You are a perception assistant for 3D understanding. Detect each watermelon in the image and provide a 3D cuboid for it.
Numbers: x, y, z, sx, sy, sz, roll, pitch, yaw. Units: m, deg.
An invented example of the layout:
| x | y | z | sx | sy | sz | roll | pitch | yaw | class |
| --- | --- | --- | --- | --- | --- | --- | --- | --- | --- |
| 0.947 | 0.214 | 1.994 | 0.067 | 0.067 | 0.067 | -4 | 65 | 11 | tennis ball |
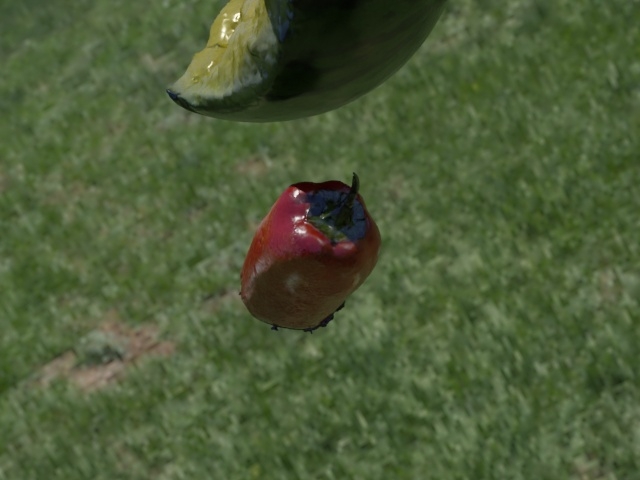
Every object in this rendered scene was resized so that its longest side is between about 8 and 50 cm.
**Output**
| x | y | z | sx | sy | sz | roll | pitch | yaw | class |
| --- | --- | --- | --- | --- | --- | --- | --- | --- | --- |
| 0.020 | -0.226 | 1.127 | 0.331 | 0.189 | 0.331 | -60 | 0 | 1 | watermelon |

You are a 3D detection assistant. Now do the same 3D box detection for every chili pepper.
| x | y | z | sx | sy | sz | roll | pitch | yaw | class |
| --- | --- | --- | --- | --- | --- | --- | --- | --- | --- |
| 0.000 | 0.000 | 1.101 | 0.086 | 0.084 | 0.192 | -19 | -22 | -27 | chili pepper |
